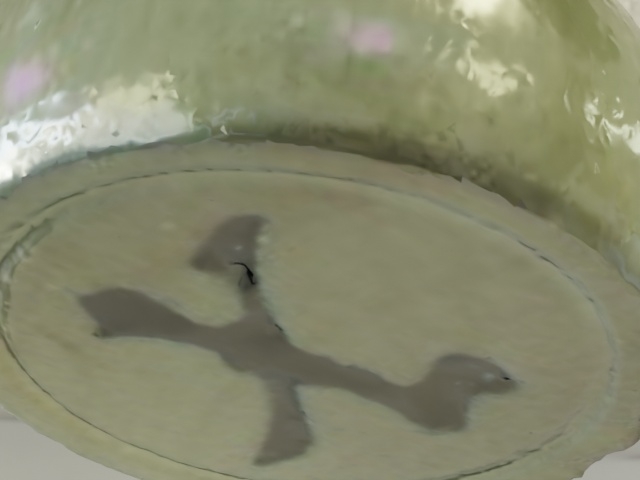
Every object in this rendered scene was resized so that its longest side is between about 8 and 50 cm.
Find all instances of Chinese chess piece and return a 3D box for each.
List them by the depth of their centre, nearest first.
[{"bbox_3d":[0.000,0.000,0.492,0.237,0.092,0.238,4,-35,3],"label":"Chinese chess piece"}]
